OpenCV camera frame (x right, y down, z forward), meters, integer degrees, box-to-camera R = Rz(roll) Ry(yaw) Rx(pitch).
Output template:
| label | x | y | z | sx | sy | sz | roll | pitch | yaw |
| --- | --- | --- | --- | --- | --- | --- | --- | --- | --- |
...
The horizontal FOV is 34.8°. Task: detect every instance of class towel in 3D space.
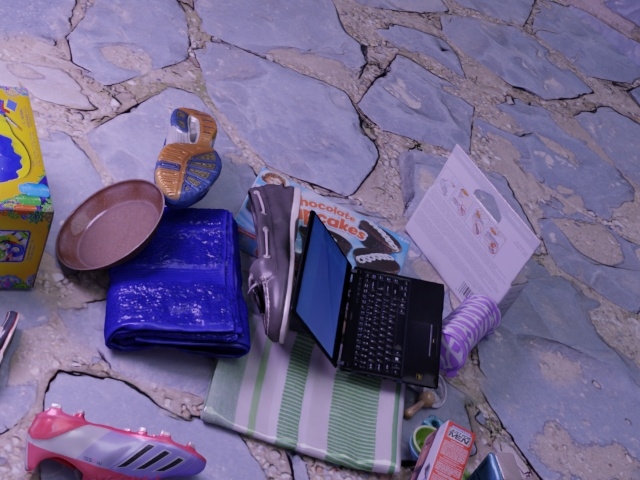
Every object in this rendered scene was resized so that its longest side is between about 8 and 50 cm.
| label | x | y | z | sx | sy | sz | roll | pitch | yaw |
| --- | --- | --- | --- | --- | --- | --- | --- | --- | --- |
| towel | -0.016 | 0.239 | 1.645 | 0.324 | 0.038 | 0.248 | 21 | 39 | -10 |
| towel | -0.232 | 0.053 | 1.663 | 0.227 | 0.076 | 0.308 | 6 | 41 | -15 |

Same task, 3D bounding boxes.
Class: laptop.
| label | x | y | z | sx | sy | sz | roll | pitch | yaw |
| --- | --- | --- | --- | --- | --- | --- | --- | --- | --- |
| laptop | 0.088 | 0.096 | 1.706 | 0.264 | 0.137 | 0.234 | 12 | 47 | -1 |

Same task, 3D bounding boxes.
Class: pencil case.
| label | x | y | z | sx | sy | sz | roll | pitch | yaw |
| --- | --- | --- | --- | --- | --- | --- | --- | --- | --- |
| pencil case | 0.260 | 0.168 | 1.845 | 0.206 | 0.086 | 0.088 | -34 | 98 | -54 |

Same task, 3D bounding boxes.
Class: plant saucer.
| label | x | y | z | sx | sy | sz | roll | pitch | yaw |
| --- | --- | --- | --- | --- | --- | --- | --- | --- | --- |
| plant saucer | -0.336 | -0.018 | 1.665 | 0.198 | 0.036 | 0.199 | -15 | 44 | 15 |

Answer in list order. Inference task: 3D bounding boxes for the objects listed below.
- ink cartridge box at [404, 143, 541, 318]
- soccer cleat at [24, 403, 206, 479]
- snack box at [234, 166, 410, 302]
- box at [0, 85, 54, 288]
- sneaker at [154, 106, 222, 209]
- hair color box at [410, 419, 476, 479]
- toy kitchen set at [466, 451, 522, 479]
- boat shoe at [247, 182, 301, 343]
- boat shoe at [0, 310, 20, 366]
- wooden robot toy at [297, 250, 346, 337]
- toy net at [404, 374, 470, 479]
| label | x | y | z | sx | sy | sz | roll | pitch | yaw |
| --- | --- | --- | --- | --- | --- | --- | --- | --- | --- |
| ink cartridge box | 0.300 | -0.013 | 1.959 | 0.060 | 0.239 | 0.275 | -9 | 51 | -38 |
| soccer cleat | -0.280 | 0.297 | 1.399 | 0.248 | 0.083 | 0.095 | 20 | 68 | -19 |
| snack box | 0.000 | 0.000 | 1.904 | 0.322 | 0.060 | 0.187 | 26 | 39 | -3 |
| box | -0.580 | -0.089 | 1.553 | 0.279 | 0.177 | 0.290 | 1 | 45 | -29 |
| sneaker | -0.241 | -0.118 | 1.820 | 0.111 | 0.131 | 0.296 | 17 | 31 | -9 |
| hair color box | 0.171 | 0.365 | 1.535 | 0.053 | 0.093 | 0.167 | 29 | 57 | -3 |
| toy kitchen set | 0.220 | 0.429 | 1.508 | 0.166 | 0.122 | 0.207 | 9 | 42 | -24 |
| boat shoe | -0.089 | 0.035 | 1.721 | 0.095 | 0.112 | 0.335 | 5 | 47 | -2 |
| boat shoe | -0.467 | 0.150 | 1.460 | 0.043 | 0.049 | 0.137 | 20 | 44 | -8 |
| wooden robot toy | -0.015 | 0.101 | 1.790 | 0.173 | 0.079 | 0.076 | 61 | 9 | 2 |
| toy net | 0.198 | 0.292 | 1.711 | 0.122 | 0.045 | 0.232 | 18 | 39 | -13 |
